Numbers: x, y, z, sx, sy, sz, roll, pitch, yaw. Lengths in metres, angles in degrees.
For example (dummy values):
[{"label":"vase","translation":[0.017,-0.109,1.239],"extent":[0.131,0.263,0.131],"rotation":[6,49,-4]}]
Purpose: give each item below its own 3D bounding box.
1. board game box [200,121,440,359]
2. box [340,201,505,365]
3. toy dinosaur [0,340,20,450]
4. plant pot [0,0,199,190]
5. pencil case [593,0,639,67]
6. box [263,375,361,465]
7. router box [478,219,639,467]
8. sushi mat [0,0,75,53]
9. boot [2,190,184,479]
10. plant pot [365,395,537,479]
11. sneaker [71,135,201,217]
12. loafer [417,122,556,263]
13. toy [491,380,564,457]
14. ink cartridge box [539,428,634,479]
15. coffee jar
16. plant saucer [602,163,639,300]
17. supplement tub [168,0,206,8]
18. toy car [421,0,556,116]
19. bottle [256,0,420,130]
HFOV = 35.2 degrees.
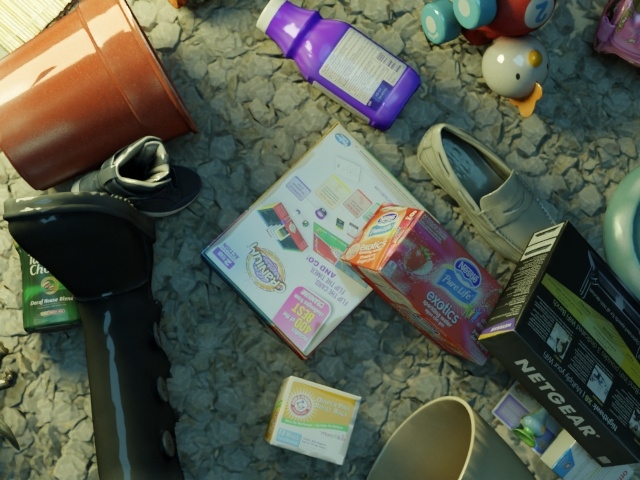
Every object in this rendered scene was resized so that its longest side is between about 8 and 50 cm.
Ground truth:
[{"label":"board game box","translation":[0.000,0.000,1.647],"extent":[0.316,0.064,0.242],"rotation":[-44,88,-11]},{"label":"box","translation":[0.175,0.067,1.578],"extent":[0.257,0.128,0.122],"rotation":[42,79,-25]},{"label":"toy dinosaur","translation":[-0.562,0.202,1.540],"extent":[0.160,0.121,0.313],"rotation":[-37,91,1]},{"label":"plant pot","translation":[-0.369,-0.223,1.555],"extent":[0.265,0.272,0.272],"rotation":[-29,85,-2]},{"label":"pencil case","translation":[0.660,-0.323,1.732],"extent":[0.386,0.167,0.160],"rotation":[27,111,-2]},{"label":"box","translation":[-0.016,0.272,1.530],"extent":[0.114,0.203,0.103],"rotation":[17,79,-4]},{"label":"router box","translation":[0.413,0.162,1.577],"extent":[0.309,0.081,0.243],"rotation":[46,53,-14]},{"label":"sushi mat","translation":[-0.569,-0.457,1.679],"extent":[0.316,0.019,0.151],"rotation":[41,78,1]},{"label":"boot","translation":[-0.311,0.171,1.443],"extent":[0.146,0.367,0.445],"rotation":[-7,81,15]},{"label":"plant pot","translation":[0.243,0.417,1.536],"extent":[0.274,0.256,0.256],"rotation":[36,78,-17]},{"label":"sneaker","translation":[-0.245,-0.097,1.548],"extent":[0.226,0.163,0.086],"rotation":[-10,78,-44]},{"label":"loafer","translation":[0.290,-0.068,1.667],"extent":[0.319,0.111,0.112],"rotation":[42,79,1]},{"label":"toy","translation":[0.409,0.240,1.660],"extent":[0.137,0.056,0.237],"rotation":[43,79,0]},{"label":"ink cartridge box","translation":[0.429,0.362,1.625],"extent":[0.122,0.052,0.088],"rotation":[42,87,-15]},{"label":"coffee jar","translation":[-0.426,0.049,1.582],"extent":[0.096,0.079,0.184],"rotation":[-9,81,-8]},{"label":"plant saucer","translation":[0.645,-0.003,1.735],"extent":[0.318,0.044,0.317],"rotation":[1,80,-6]},{"label":"supplement tub","translation":[-0.182,-0.471,1.676],"extent":[0.190,0.117,0.117],"rotation":[-32,86,-10]},{"label":"toy car","translation":[0.328,-0.325,1.682],"extent":[0.219,0.210,0.238],"rotation":[-24,97,-21]},{"label":"bottle","translation":[0.026,-0.303,1.685],"extent":[0.283,0.092,0.118],"rotation":[34,78,0]}]
